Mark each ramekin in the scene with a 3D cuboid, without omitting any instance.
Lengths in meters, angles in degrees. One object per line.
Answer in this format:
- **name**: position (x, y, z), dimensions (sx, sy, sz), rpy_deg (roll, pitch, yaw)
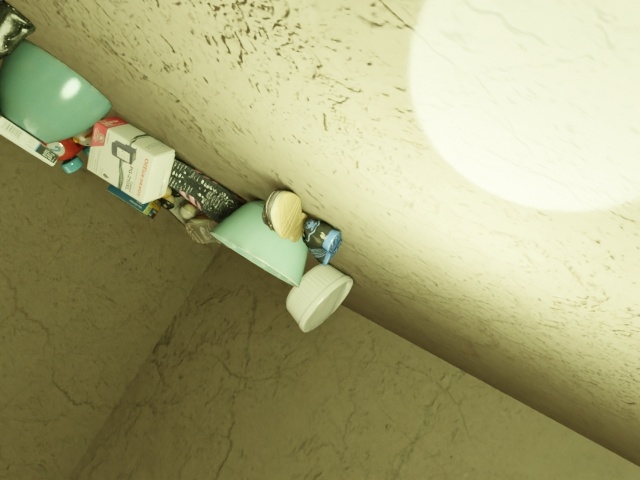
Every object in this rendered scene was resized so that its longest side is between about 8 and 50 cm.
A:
- **ramekin**: position (-0.012, 0.207, 2.019), dimensions (0.127, 0.273, 0.273), rpy_deg (42, 175, 19)

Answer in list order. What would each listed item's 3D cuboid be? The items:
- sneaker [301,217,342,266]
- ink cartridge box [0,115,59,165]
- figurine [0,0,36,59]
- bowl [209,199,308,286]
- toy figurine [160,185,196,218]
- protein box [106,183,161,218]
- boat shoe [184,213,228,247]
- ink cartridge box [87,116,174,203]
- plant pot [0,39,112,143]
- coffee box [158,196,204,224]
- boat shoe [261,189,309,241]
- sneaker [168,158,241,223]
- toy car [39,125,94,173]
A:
- **sneaker**: position (0.000, 0.000, 1.395), dimensions (0.091, 0.081, 0.232), rpy_deg (33, 165, 9)
- **ink cartridge box**: position (-0.864, -0.304, 1.478), dimensions (0.208, 0.045, 0.206), rpy_deg (27, 170, 25)
- **figurine**: position (-0.761, -0.427, 1.180), dimensions (0.215, 0.209, 0.092), rpy_deg (25, 169, 40)
- **bowl**: position (-0.154, -0.006, 1.595), dimensions (0.312, 0.163, 0.311), rpy_deg (32, 172, 5)
- **toy figurine**: position (-0.543, -0.191, 1.962), dimensions (0.213, 0.148, 0.209), rpy_deg (26, 170, 36)
- **protein box**: position (-0.787, -0.239, 2.369), dimensions (0.200, 0.201, 0.136), rpy_deg (31, 172, 5)
- **boat shoe**: position (-0.337, -0.054, 1.896), dimensions (0.325, 0.116, 0.123), rpy_deg (10, 132, 32)
- **ink cartridge box**: position (-0.588, -0.249, 1.655), dimensions (0.237, 0.171, 0.100), rpy_deg (31, -150, 12)
- **plant pot**: position (-0.765, -0.386, 1.485), dimensions (0.290, 0.195, 0.290), rpy_deg (31, 172, 5)
- **coffee box**: position (-0.546, -0.136, 2.162), dimensions (0.297, 0.119, 0.168), rpy_deg (41, 168, 18)
- **boat shoe**: position (-0.097, -0.062, 1.292), dimensions (0.093, 0.102, 0.285), rpy_deg (25, 176, 12)
- **sneaker**: position (-0.385, -0.161, 1.775), dimensions (0.319, 0.112, 0.131), rpy_deg (40, 180, -9)
- **toy car**: position (-0.878, -0.384, 1.939), dimensions (0.238, 0.210, 0.219), rpy_deg (3, 135, 37)
